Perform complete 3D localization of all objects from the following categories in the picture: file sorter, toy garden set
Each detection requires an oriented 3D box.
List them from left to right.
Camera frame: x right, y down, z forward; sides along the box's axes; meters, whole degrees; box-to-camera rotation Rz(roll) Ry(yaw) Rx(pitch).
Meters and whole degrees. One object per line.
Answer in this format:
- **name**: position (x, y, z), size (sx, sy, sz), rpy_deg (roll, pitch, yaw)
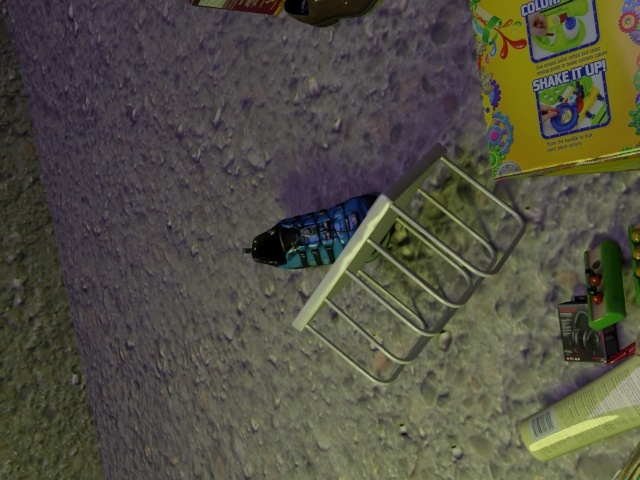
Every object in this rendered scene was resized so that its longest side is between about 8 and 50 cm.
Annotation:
- **file sorter**: position (0.125, 0.044, 1.064), size (0.173, 0.193, 0.277), rpy_deg (40, 130, 8)
- **toy garden set**: position (0.373, 0.037, 0.801), size (0.244, 0.049, 0.203), rpy_deg (-41, 28, 46)

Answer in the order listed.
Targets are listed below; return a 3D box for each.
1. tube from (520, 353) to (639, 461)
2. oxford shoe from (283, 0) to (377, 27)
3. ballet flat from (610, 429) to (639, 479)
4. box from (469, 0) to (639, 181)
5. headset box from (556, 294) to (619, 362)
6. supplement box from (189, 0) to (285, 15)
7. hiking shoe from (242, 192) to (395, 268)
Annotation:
- **tube**: position (0.357, 0.205, 0.931), size (0.070, 0.062, 0.240), rpy_deg (36, 130, -12)
- **oxford shoe**: position (0.023, -0.405, 1.226), size (0.227, 0.096, 0.082), rpy_deg (-15, 82, 50)
- **ballet flat**: position (0.384, 0.288, 0.870), size (0.123, 0.123, 0.348), rpy_deg (44, 126, 39)
- **box**: position (0.307, -0.213, 0.742), size (0.177, 0.290, 0.279), rpy_deg (-9, 89, 51)
- **headset box**: position (0.338, 0.110, 0.954), size (0.062, 0.032, 0.083), rpy_deg (-8, 90, 52)
- **supplement box**: position (-0.153, -0.479, 1.359), size (0.081, 0.188, 0.104), rpy_deg (-42, 63, 46)
- **hiking shoe**: position (0.000, 0.000, 1.280), size (0.304, 0.132, 0.113), rpy_deg (-24, 76, 50)
